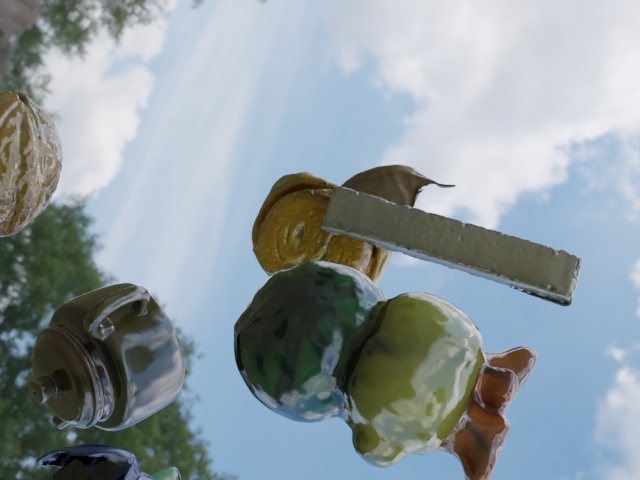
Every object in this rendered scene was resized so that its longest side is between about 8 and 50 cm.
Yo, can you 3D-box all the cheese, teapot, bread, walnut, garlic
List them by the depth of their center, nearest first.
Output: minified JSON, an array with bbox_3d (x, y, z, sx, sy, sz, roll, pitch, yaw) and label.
[{"bbox_3d":[-0.260,-0.060,0.846,0.105,0.105,0.124,-113,-138,-59],"label":"walnut"},{"bbox_3d":[-0.294,0.157,1.374,0.175,0.185,0.268,-26,153,-42],"label":"teapot"},{"bbox_3d":[0.198,0.003,1.612,0.034,0.400,0.085,85,25,-68],"label":"cheese"},{"bbox_3d":[-0.002,0.002,1.742,0.198,0.236,0.120,-65,167,16],"label":"bread"},{"bbox_3d":[0.126,-0.050,2.102,0.338,0.151,0.196,-50,-128,25],"label":"garlic"}]

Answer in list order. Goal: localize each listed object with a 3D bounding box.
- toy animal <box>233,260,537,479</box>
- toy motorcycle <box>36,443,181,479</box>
[{"bbox_3d":[0.068,0.134,1.187,0.191,0.338,0.216,106,7,-63],"label":"toy animal"},{"bbox_3d":[-0.210,0.299,0.885,0.125,0.196,0.331,-19,-159,40],"label":"toy motorcycle"}]
